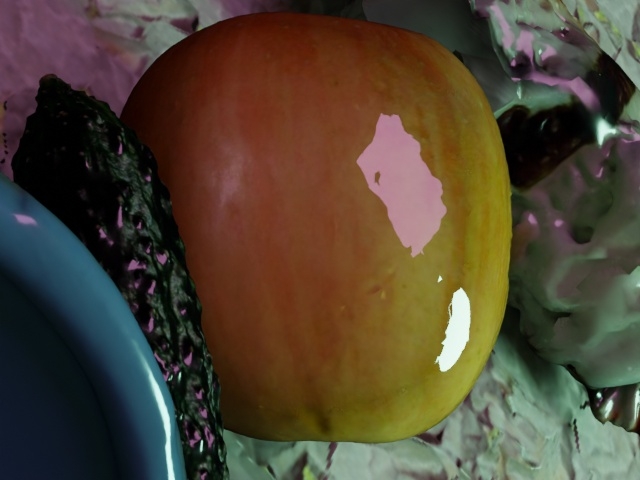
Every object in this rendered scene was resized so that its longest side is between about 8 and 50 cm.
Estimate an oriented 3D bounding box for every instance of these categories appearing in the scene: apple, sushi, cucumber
[{"bbox_3d":[0.000,0.000,0.759,0.199,0.199,0.199,27,49,-35],"label":"apple"},{"bbox_3d":[0.107,-0.051,0.941,0.332,0.124,0.130,49,29,-12],"label":"sushi"},{"bbox_3d":[-0.068,0.068,0.629,0.072,0.072,0.300,15,56,-42],"label":"cucumber"}]

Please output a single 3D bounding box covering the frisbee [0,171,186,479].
[{"bbox_3d":[-0.177,0.087,0.468,0.289,0.289,0.049,34,7,-29],"label":"frisbee"}]
